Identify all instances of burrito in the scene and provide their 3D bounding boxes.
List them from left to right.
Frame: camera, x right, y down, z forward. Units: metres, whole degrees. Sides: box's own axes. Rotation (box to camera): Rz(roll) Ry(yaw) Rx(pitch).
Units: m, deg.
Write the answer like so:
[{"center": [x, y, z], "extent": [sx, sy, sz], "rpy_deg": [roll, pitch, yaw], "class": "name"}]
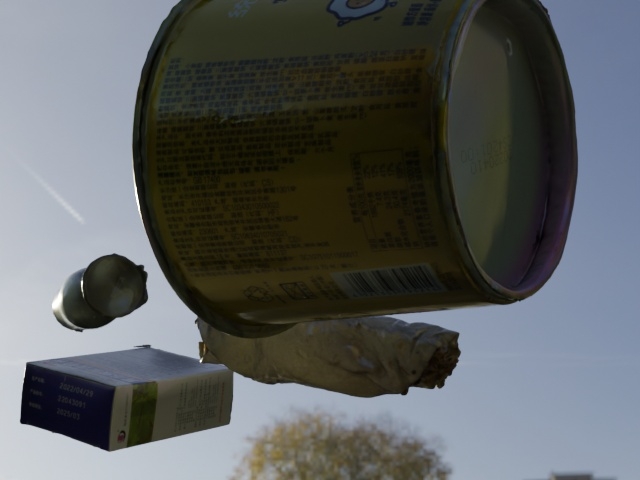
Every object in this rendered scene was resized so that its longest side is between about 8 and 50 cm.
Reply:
[{"center": [-0.002, 0.146, 1.353], "extent": [0.392, 0.117, 0.076], "rpy_deg": [5, 10, 24], "class": "burrito"}]

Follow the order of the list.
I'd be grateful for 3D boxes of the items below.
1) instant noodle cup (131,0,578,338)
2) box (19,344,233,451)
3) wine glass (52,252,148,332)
[{"center": [0.046, -0.074, 0.823], "extent": [0.254, 0.326, 0.325], "rpy_deg": [-1, -23, 35], "class": "instant noodle cup"}, {"center": [-0.309, 0.253, 1.655], "extent": [0.200, 0.106, 0.299], "rpy_deg": [8, 5, 32], "class": "box"}, {"center": [-0.347, 0.085, 1.556], "extent": [0.103, 0.103, 0.222], "rpy_deg": [15, -17, -26], "class": "wine glass"}]
